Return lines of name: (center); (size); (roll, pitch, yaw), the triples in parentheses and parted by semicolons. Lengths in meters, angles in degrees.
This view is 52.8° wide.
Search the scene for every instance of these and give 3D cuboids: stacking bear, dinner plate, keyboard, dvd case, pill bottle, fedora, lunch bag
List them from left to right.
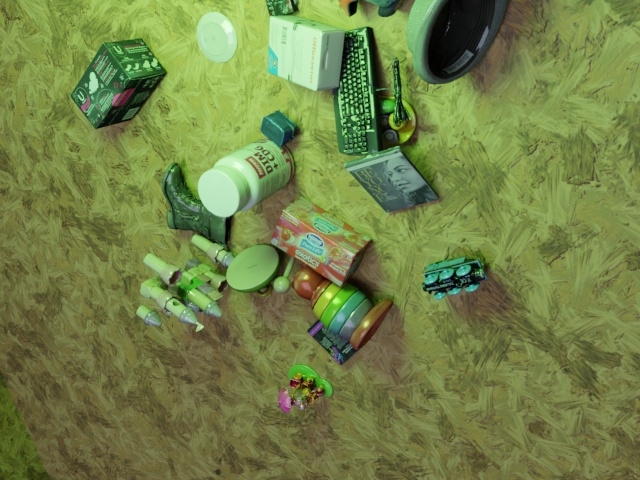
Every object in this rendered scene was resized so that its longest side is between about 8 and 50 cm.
dinner plate: (-0.300, -0.578, 1.841); (0.141, 0.017, 0.141); (14, 119, 26)
pill bottle: (-0.207, -0.178, 1.817); (0.160, 0.283, 0.161); (13, 120, 24)
lunch bag: (-0.113, -0.318, 1.829); (0.098, 0.065, 0.067); (42, 142, 13)
stacking bear: (0.043, 0.181, 1.940); (0.289, 0.164, 0.175); (37, 126, 15)
keyboard: (0.121, -0.377, 1.626); (0.201, 0.033, 0.317); (-5, 93, 24)
dvd case: (0.189, -0.155, 1.693); (0.164, 0.018, 0.221); (-13, 140, 34)
fedora: (0.286, -0.495, 1.447); (0.124, 0.243, 0.276); (50, 143, 36)

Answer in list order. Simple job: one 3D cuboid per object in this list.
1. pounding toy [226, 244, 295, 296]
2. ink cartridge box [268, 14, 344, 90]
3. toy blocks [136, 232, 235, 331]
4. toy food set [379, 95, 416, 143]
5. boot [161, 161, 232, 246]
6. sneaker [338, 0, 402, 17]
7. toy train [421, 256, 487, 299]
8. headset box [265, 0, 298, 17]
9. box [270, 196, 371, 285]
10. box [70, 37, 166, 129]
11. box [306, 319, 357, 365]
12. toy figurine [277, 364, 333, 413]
pounding toy: (-0.171, 0.114, 2.037); (0.236, 0.183, 0.110); (-2, 138, 27)
ink cartridge box: (-0.040, -0.484, 1.654); (0.203, 0.085, 0.148); (31, 127, 38)
toy blocks: (-0.408, 0.185, 2.110); (0.260, 0.288, 0.309); (31, 122, 20)
toy food set: (0.137, -0.309, 1.687); (0.217, 0.071, 0.128); (8, 117, 27)
boot: (-0.388, -0.117, 2.088); (0.228, 0.091, 0.263); (12, 123, 18)
sneaker: (0.189, -0.605, 1.487); (0.350, 0.131, 0.148); (0, 121, 36)
toy train: (0.361, 0.094, 1.737); (0.184, 0.105, 0.080); (-19, 112, 36)
headset box: (-0.100, -0.624, 1.691); (0.083, 0.032, 0.062); (-6, 110, 31)
box: (0.000, 0.000, 1.887); (0.256, 0.122, 0.128); (32, 124, 13)
box: (-0.622, -0.483, 1.980); (0.247, 0.163, 0.142); (-38, 88, 37)
box: (0.046, 0.314, 2.076); (0.162, 0.029, 0.116); (45, 128, 5)
toy figurine: (-0.068, 0.522, 2.163); (0.173, 0.159, 0.130); (18, 121, 20)
